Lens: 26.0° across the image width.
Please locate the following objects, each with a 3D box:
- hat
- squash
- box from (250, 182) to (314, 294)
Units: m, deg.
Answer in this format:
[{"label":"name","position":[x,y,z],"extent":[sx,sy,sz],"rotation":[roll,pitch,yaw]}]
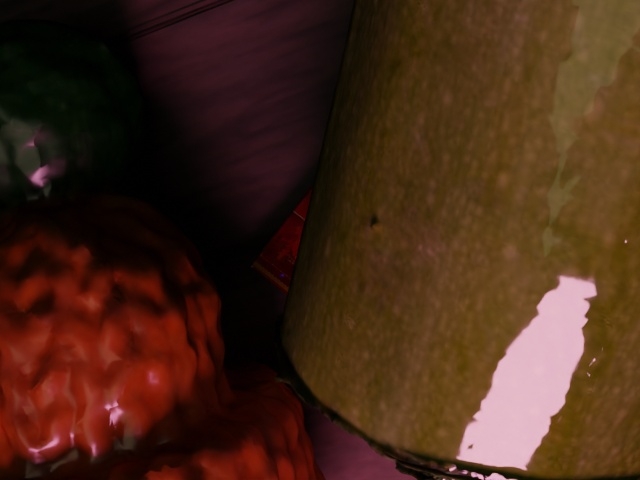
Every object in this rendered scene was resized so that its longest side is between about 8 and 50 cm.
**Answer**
[{"label":"hat","position":[-0.117,0.069,0.826],"extent":[0.285,0.285,0.400],"rotation":[2,97,15]},{"label":"squash","position":[0.138,-0.086,0.689],"extent":[0.263,0.263,0.384],"rotation":[18,112,9]},{"label":"box","position":[0.000,0.000,0.880],"extent":[0.051,0.023,0.082],"rotation":[38,113,2]}]
